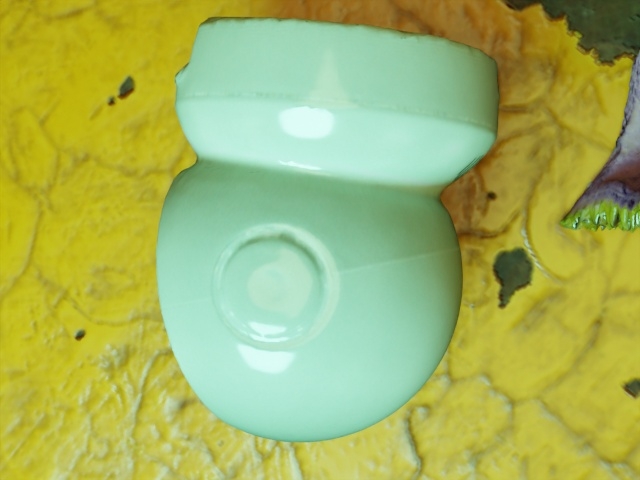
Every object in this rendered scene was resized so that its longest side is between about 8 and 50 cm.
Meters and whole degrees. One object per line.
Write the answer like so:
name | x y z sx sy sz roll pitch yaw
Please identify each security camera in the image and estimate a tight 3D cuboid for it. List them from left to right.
security camera | 0.000 0.000 0.636 0.194 0.194 0.236 7 93 9

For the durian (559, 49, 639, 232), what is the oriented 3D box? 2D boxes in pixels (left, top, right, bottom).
durian | 0.271 -0.122 0.635 0.186 0.154 0.261 2 98 -15
